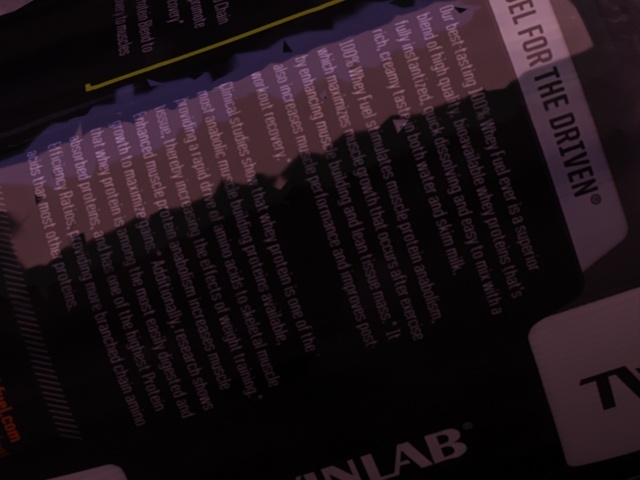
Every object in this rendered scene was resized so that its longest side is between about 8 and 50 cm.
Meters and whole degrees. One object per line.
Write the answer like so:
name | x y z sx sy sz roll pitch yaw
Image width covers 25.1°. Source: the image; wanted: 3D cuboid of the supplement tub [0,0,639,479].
supplement tub | 0.000 0.000 0.462 0.338 0.207 0.207 -18 45 6
